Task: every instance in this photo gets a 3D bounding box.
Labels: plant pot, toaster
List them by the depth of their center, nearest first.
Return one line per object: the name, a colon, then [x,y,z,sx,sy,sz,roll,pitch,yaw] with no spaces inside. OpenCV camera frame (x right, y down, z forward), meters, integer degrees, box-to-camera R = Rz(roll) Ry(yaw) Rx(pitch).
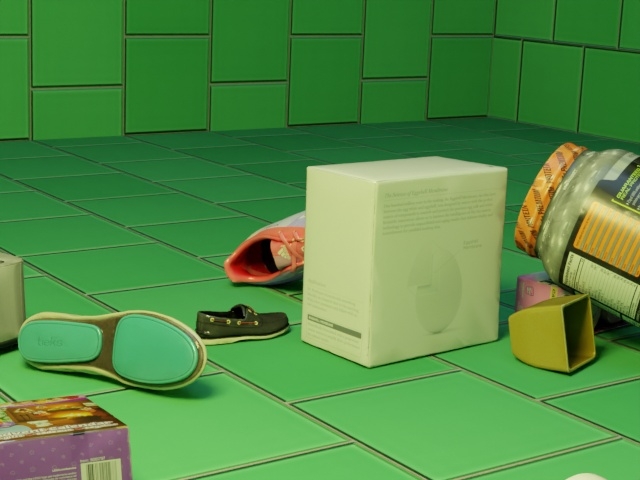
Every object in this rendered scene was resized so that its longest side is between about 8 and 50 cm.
toaster: [-0.444,0.074,1.514,0.168,0.110,0.185,11,15,32]
plant pot: [0.275,0.111,1.565,0.083,0.081,0.081,-3,7,35]

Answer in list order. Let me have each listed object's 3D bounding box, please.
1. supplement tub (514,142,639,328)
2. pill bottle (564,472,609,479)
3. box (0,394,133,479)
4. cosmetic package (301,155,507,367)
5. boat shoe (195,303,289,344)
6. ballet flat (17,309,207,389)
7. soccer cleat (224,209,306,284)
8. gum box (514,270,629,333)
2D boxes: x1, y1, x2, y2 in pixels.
supplement tub: [0.412,0.011,1.592,0.316,0.194,0.193,29,23,23]
pill bottle: [0.238,0.235,0.918,0.108,0.108,0.180,-4,13,-28]
box: [-0.321,0.181,1.074,0.293,0.057,0.201,-4,2,-21]
cosmetic package: [0.103,0.017,1.608,0.224,0.225,0.138,-7,16,-38]
boat shoe: [-0.095,0.101,1.618,0.133,0.042,0.049,-4,12,-33]
ballet flat: [-0.220,0.119,1.446,0.248,0.086,0.086,7,13,25]
soccer cleat: [0.000,0.000,1.793,0.318,0.109,0.116,-19,1,43]
gum box: [0.366,0.077,1.760,0.188,0.062,0.107,-9,17,-40]
